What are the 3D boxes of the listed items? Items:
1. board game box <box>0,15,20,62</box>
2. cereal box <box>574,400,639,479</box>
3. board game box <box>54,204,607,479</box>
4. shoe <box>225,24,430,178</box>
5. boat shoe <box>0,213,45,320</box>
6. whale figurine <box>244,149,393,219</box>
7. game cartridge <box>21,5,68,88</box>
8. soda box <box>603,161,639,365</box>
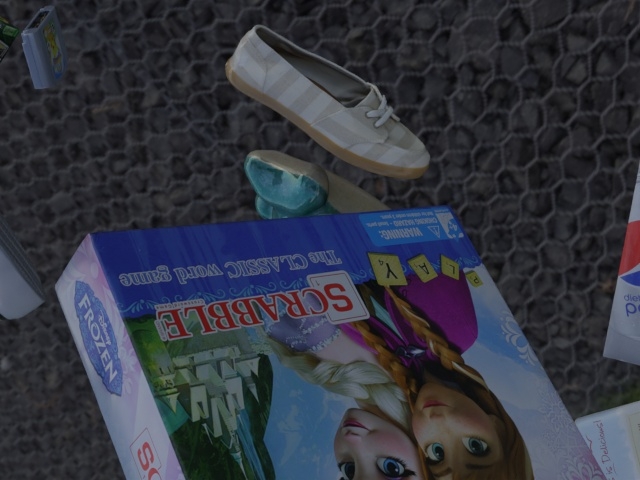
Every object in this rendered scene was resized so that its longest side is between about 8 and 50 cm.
[{"bbox_3d":[-0.386,-0.118,0.887,0.136,0.030,0.260,38,101,18],"label":"board game box"},{"bbox_3d":[0.304,0.183,0.697,0.240,0.047,0.173,-29,62,45],"label":"cereal box"},{"bbox_3d":[0.033,0.129,0.633,0.066,0.318,0.318,-48,60,41],"label":"board game box"},{"bbox_3d":[0.014,-0.130,0.939,0.219,0.077,0.058,29,126,-5],"label":"shoe"},{"bbox_3d":[-0.314,-0.044,0.631,0.121,0.119,0.335,46,173,50],"label":"boat shoe"},{"bbox_3d":[0.000,0.000,1.116,0.216,0.141,0.272,23,169,31],"label":"whale figurine"},{"bbox_3d":[-0.234,-0.163,0.847,0.017,0.083,0.056,-4,120,1],"label":"game cartridge"},{"bbox_3d":[0.421,0.008,1.209,0.091,0.098,0.287,12,105,22],"label":"soda box"}]
